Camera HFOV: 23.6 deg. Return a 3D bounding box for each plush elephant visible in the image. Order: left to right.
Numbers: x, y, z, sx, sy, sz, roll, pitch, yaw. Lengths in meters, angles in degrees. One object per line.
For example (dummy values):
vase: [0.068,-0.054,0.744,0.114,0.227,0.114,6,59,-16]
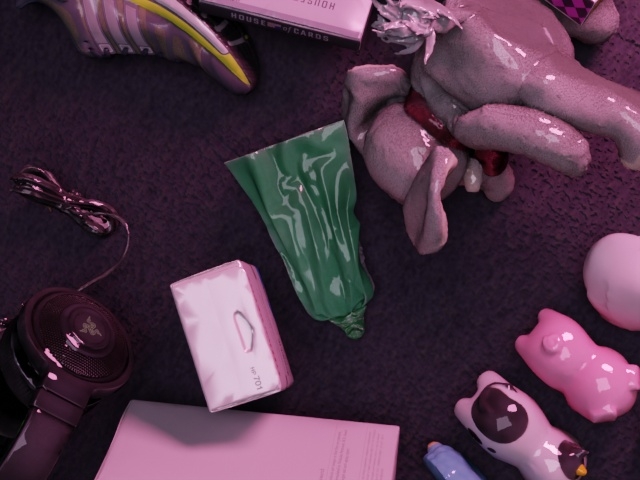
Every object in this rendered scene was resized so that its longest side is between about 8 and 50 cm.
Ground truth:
plush elephant: [0.156,-0.123,1.585,0.330,0.255,0.272,8,43,-27]

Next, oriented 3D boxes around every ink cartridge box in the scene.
ink cartridge box: [-0.089,0.100,1.605,0.082,0.190,0.140,-18,86,3]

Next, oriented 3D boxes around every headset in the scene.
headset: [-0.314,0.116,1.607,0.185,0.243,0.394,33,59,-20]

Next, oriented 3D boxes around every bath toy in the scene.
bath toy: [0.268,0.155,1.609,0.151,0.129,0.348,37,92,-29]

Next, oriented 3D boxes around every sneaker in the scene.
sneaker: [-0.201,-0.241,1.686,0.300,0.111,0.121,34,111,4]

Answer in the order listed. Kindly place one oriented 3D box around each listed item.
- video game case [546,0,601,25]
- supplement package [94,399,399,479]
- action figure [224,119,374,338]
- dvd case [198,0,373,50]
video game case: [0.228,-0.351,1.614,0.232,0.042,0.210,38,47,5]
supplement package: [-0.073,0.291,1.579,0.293,0.175,0.178,5,114,4]
action figure: [0.000,0.000,1.663,0.137,0.063,0.232,-18,96,10]
dvd case: [-0.013,-0.327,1.656,0.179,0.029,0.239,15,65,5]
